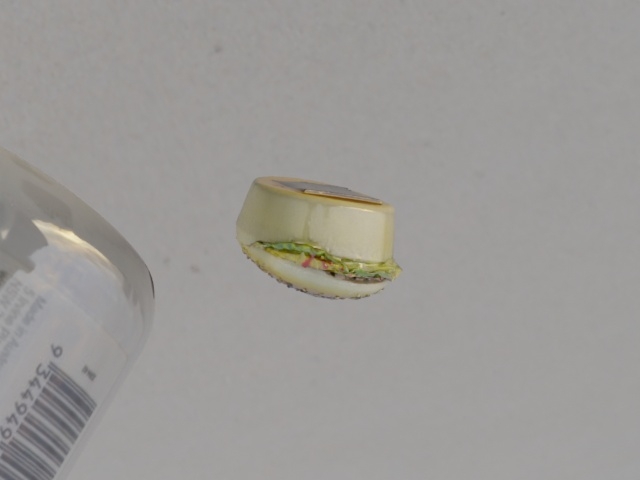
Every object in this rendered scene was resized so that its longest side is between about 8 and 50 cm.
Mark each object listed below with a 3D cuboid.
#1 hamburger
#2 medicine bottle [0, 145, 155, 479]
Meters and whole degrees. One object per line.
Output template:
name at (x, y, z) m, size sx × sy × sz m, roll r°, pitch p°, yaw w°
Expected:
hamburger at (0.000, 0.000, 1.029) m, size 0.126 × 0.141 × 0.081 m, roll 3°, pitch 101°, yaw -44°
medicine bottle at (-0.160, 0.075, 0.445) m, size 0.215 × 0.135 × 0.135 m, roll -60°, pitch 165°, yaw -21°
